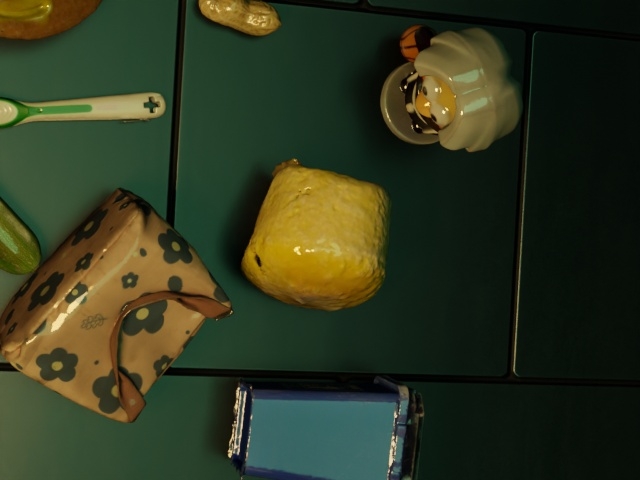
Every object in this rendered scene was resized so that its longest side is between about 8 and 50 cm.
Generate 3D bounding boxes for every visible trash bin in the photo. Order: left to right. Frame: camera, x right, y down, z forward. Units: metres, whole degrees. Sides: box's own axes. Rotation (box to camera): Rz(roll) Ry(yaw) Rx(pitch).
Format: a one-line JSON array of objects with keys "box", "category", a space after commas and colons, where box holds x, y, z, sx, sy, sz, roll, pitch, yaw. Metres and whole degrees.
[{"box": [0.005, 0.263, 1.915, 0.234, 0.162, 0.184, 7, 89, -12], "category": "trash bin"}]

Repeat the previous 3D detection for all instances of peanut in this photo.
[{"box": [-0.104, -0.299, 1.918, 0.113, 0.054, 0.054, 17, 86, -13], "category": "peanut"}]

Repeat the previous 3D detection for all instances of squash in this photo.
[{"box": [-0.428, -0.047, 1.808, 0.066, 0.066, 0.229, -42, 109, -12], "category": "squash"}]

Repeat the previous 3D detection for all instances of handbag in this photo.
[{"box": [-0.252, 0.087, 1.816, 0.193, 0.190, 0.251, 43, 87, -20], "category": "handbag"}]

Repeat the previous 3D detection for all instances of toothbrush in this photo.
[{"box": [-0.396, -0.160, 1.835, 0.417, 0.040, 0.042, -5, 91, -17], "category": "toothbrush"}]

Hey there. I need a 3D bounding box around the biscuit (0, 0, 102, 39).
[{"box": [-0.392, -0.448, 1.775, 0.394, 0.070, 0.350, 42, 66, -23], "category": "biscuit"}]

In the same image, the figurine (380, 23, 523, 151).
[{"box": [0.168, -0.201, 1.910, 0.133, 0.236, 0.176, -23, 99, -15], "category": "figurine"}]

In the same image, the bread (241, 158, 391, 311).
[{"box": [-0.002, 0.001, 1.896, 0.197, 0.197, 0.171, 17, 73, -17], "category": "bread"}]
